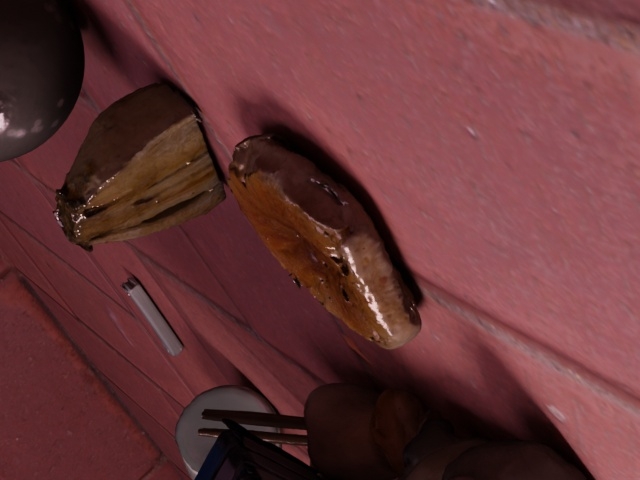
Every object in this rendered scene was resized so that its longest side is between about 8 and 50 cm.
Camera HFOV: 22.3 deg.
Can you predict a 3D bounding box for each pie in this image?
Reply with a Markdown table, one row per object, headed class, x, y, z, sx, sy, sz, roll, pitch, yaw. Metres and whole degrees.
| class | x | y | z | sx | sy | sz | roll | pitch | yaw |
| --- | --- | --- | --- | --- | --- | --- | --- | --- | --- |
| pie | 0.000 | 0.000 | 1.193 | 0.195 | 0.046 | 0.195 | 46 | 167 | 14 |

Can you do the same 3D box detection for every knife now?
| class | x | y | z | sx | sy | sz | roll | pitch | yaw |
| --- | --- | --- | --- | --- | --- | --- | --- | --- | --- |
| knife | -0.236 | 0.106 | 2.272 | 0.044 | 0.023 | 0.162 | 41 | 166 | 45 |

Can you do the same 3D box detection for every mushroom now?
| class | x | y | z | sx | sy | sz | roll | pitch | yaw |
| --- | --- | --- | --- | --- | --- | --- | --- | --- | --- |
| mushroom | 0.044 | 0.177 | 1.467 | 0.088 | 0.097 | 0.212 | 8 | 172 | -19 |

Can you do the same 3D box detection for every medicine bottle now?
| class | x | y | z | sx | sy | sz | roll | pitch | yaw |
| --- | --- | --- | --- | --- | --- | --- | --- | --- | --- |
| medicine bottle | -0.116 | 0.268 | 2.111 | 0.135 | 0.135 | 0.168 | 45 | 166 | 13 |

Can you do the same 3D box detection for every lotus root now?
| class | x | y | z | sx | sy | sz | roll | pitch | yaw |
| --- | --- | --- | --- | --- | --- | --- | --- | --- | --- |
| lotus root | -0.160 | -0.060 | 1.351 | 0.070 | 0.144 | 0.143 | 51 | 160 | 28 |

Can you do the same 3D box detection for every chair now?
| class | x | y | z | sx | sy | sz | roll | pitch | yaw |
| --- | --- | --- | --- | --- | --- | --- | --- | --- | --- |
| chair | -0.004 | 0.277 | 1.768 | 0.272 | 0.166 | 0.188 | 6 | 165 | -5 |

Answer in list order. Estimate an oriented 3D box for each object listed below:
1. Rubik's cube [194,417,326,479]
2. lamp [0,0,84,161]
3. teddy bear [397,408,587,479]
| class | x | y | z | sx | sy | sz | roll | pitch | yaw |
| --- | --- | --- | --- | --- | --- | --- | --- | --- | --- |
| Rubik's cube | -0.007 | 0.413 | 1.456 | 0.363 | 0.358 | 0.362 | 30 | 174 | -7 |
| lamp | -0.330 | -0.185 | 1.435 | 0.314 | 0.182 | 0.182 | 39 | 164 | 45 |
| teddy bear | 0.126 | 0.231 | 1.235 | 0.171 | 0.144 | 0.251 | 42 | 169 | -3 |
